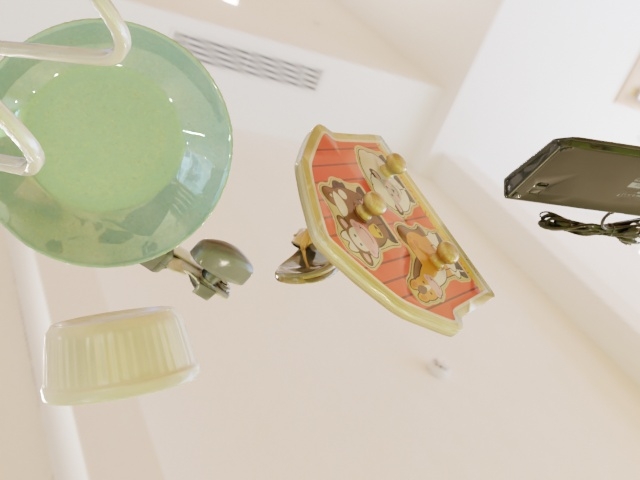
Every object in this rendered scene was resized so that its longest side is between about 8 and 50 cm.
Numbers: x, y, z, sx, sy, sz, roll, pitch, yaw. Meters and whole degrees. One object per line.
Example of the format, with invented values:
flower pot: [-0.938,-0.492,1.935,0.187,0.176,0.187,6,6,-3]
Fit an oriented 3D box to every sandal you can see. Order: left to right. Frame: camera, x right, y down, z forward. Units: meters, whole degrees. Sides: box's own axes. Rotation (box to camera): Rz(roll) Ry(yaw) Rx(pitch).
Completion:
sandal: [0.000,0.000,1.018,0.072,0.049,0.180,-3,-155,32]

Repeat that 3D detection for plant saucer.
plant saucer: [-0.166,-0.075,0.684,0.195,0.194,0.037,14,-164,-21]

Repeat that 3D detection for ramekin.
ramekin: [-0.347,0.191,1.522,0.273,0.127,0.273,-7,-178,0]

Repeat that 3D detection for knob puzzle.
knob puzzle: [0.053,-0.015,0.662,0.213,0.030,0.213,35,-149,-26]

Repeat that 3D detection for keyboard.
keyboard: [0.361,-0.054,1.052,0.317,0.201,0.033,7,-120,-21]

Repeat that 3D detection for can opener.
can opener: [-0.215,-0.010,1.212,0.283,0.095,0.076,37,-164,-33]

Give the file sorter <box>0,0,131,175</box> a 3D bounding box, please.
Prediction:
file sorter: [-0.205,-0.087,0.343,0.193,0.277,0.173,14,152,34]
